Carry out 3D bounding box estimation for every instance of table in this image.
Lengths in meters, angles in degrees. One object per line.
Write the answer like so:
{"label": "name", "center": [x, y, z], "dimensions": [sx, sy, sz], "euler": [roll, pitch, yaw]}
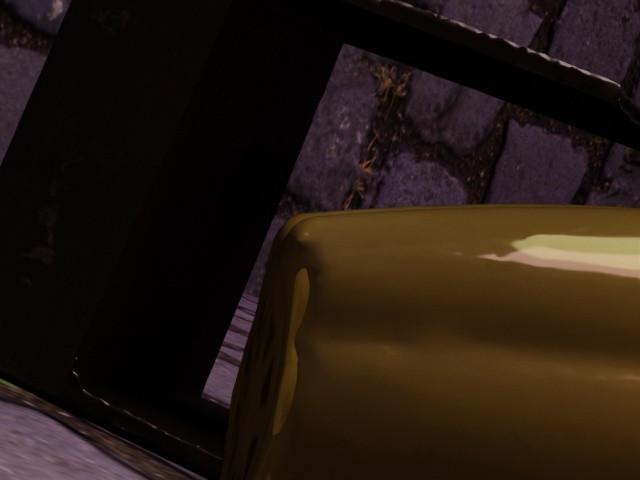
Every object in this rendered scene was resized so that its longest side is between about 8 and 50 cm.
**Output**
{"label": "table", "center": [0.000, 0.000, 0.980], "dimensions": [0.282, 0.251, 0.196], "euler": [22, -1, 21]}

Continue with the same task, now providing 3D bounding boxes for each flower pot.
{"label": "flower pot", "center": [0.062, 0.072, 0.628], "dimensions": [0.179, 0.195, 0.195], "euler": [10, 2, -7]}
